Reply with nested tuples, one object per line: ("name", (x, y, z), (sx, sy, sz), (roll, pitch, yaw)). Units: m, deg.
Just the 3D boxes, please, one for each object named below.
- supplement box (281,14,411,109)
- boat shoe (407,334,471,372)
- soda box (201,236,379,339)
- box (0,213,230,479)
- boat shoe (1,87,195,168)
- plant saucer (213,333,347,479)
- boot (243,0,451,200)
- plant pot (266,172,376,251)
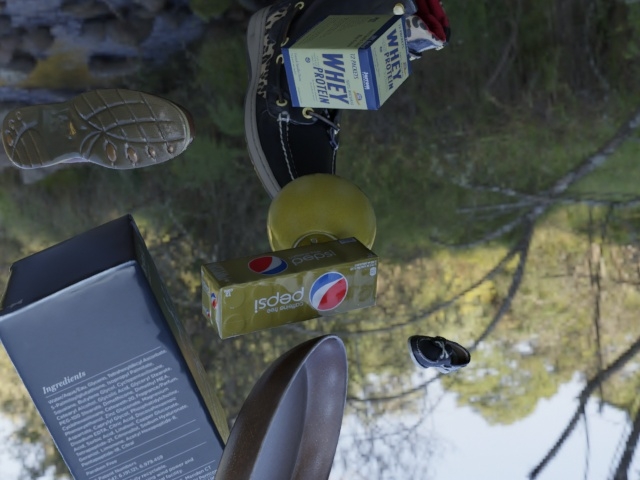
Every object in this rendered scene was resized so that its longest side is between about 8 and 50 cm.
("supplement box", (0.025, -0.158, 0.840), (0.083, 0.056, 0.083), (6, -145, 28))
("boat shoe", (0.151, 0.143, 1.212), (0.038, 0.046, 0.125), (-19, 152, 28))
("soda box", (-0.031, 0.047, 0.998), (0.181, 0.061, 0.058), (-10, -152, -24))
("box", (-0.296, 0.201, 1.433), (0.212, 0.395, 0.293), (-24, -161, -6))
("boat shoe", (-0.176, -0.093, 0.781), (0.178, 0.064, 0.060), (0, -168, 26))
("plant saucer", (-0.046, 0.239, 0.963), (0.050, 0.311, 0.310), (14, -176, 15))
("boot", (0.038, -0.230, 1.330), (0.284, 0.377, 0.138), (-25, 143, 30))
("plant pot", (0.000, 0.000, 1.120), (0.134, 0.134, 0.095), (-6, -157, 4))
